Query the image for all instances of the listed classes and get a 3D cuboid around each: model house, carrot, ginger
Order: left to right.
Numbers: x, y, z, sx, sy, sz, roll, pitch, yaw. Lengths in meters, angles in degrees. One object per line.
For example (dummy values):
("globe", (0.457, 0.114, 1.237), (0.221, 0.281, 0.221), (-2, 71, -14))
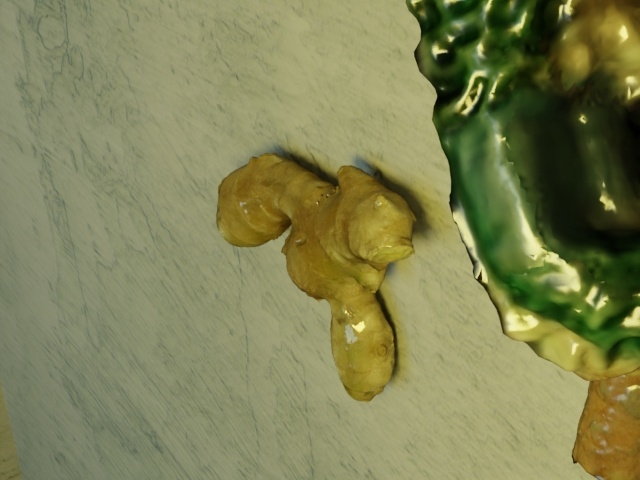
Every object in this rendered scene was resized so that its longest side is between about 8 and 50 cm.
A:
("ginger", (0.006, -0.015, 1.757), (0.363, 0.122, 0.348), (59, 149, 26))
("carrot", (0.304, 0.122, 1.355), (0.102, 0.102, 0.263), (36, 137, 43))
("model house", (0.299, -0.175, 0.754), (0.400, 0.395, 0.445), (-19, 77, 51))
